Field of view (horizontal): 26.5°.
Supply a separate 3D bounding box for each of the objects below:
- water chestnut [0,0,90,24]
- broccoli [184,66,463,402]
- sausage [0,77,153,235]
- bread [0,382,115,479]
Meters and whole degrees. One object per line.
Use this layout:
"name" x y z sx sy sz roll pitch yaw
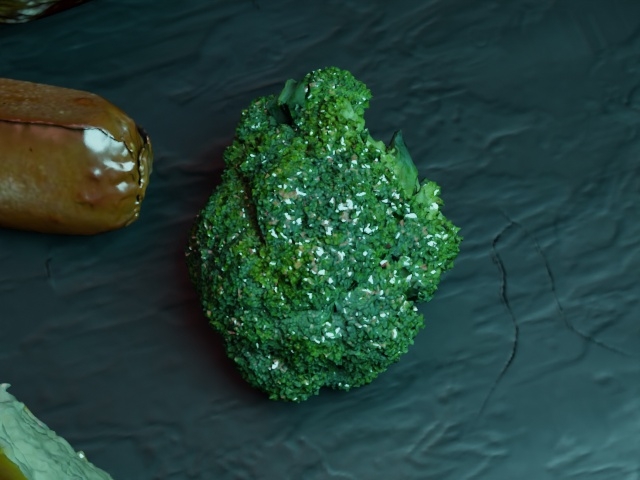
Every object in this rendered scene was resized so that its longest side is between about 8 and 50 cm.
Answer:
"water chestnut" -0.203 -0.286 0.909 0.289 0.244 0.289 -3 63 5
"broccoli" 0.000 0.000 0.812 0.195 0.195 0.156 39 38 20
"sausage" -0.267 -0.067 0.891 0.330 0.102 0.102 10 66 8
"bread" -0.196 0.222 0.675 0.250 0.225 0.279 40 77 21
